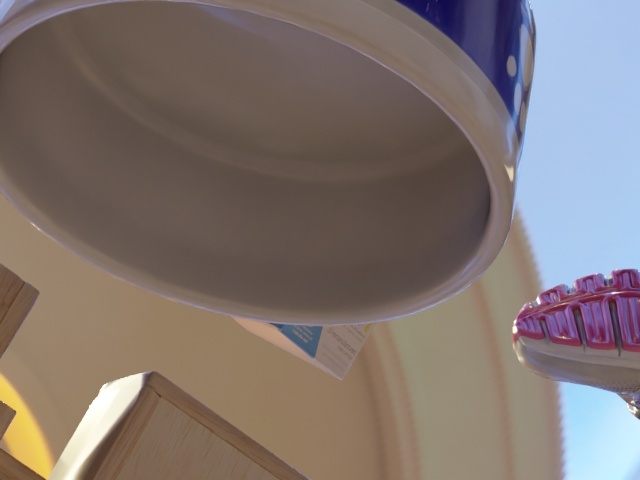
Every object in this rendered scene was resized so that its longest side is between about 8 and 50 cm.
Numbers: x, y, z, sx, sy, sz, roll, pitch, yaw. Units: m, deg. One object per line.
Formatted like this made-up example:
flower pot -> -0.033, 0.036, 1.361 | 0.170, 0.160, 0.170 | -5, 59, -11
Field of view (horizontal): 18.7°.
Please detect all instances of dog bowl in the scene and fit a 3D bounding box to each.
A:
dog bowl -> -0.031, -0.071, 0.936 | 0.265, 0.265, 0.104 | 34, -127, -29

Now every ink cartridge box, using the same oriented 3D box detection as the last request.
ink cartridge box -> 0.000, 0.000, 1.283 | 0.143, 0.090, 0.092 | -58, -37, -8

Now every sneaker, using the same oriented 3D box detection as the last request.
sneaker -> 0.240, 0.096, 1.204 | 0.252, 0.103, 0.111 | 12, -60, 10

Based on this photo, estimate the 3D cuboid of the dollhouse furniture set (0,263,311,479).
dollhouse furniture set -> -0.158, 0.162, 0.807 | 0.303, 0.355, 0.173 | 38, -116, -19
